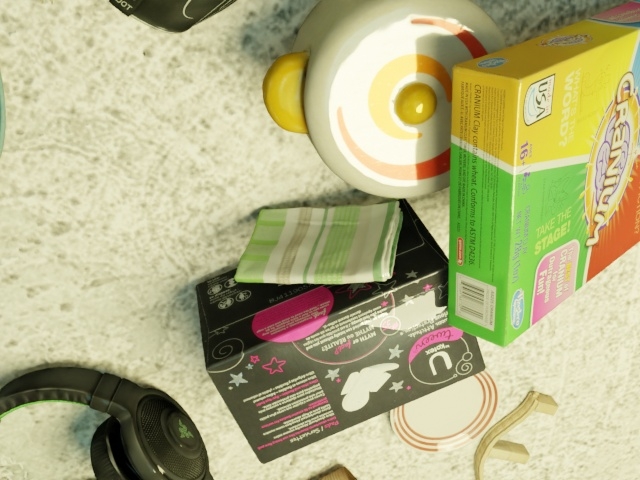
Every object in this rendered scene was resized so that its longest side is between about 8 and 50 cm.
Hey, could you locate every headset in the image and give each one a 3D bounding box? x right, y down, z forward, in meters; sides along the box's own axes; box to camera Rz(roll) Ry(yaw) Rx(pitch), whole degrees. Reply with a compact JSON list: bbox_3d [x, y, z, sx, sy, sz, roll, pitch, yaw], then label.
[{"bbox_3d":[-0.204,0.296,0.864,0.394,0.185,0.243,22,110,-8],"label":"headset"}]

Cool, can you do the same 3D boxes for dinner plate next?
[{"bbox_3d":[0.153,0.203,0.983,0.141,0.017,0.141,-4,116,-9],"label":"dinner plate"}]

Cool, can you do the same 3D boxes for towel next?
[{"bbox_3d":[0.000,0.000,0.778,0.152,0.113,0.023,-1,127,15],"label":"towel"}]

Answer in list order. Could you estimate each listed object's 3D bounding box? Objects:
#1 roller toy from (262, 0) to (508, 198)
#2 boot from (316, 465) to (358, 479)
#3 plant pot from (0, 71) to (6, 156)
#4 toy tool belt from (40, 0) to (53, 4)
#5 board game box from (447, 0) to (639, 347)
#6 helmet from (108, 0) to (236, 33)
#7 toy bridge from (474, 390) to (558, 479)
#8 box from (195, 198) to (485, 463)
[{"bbox_3d":[0.070,-0.143,0.731,0.209,0.146,0.191,36,103,-23],"label":"roller toy"},{"bbox_3d":[0.017,0.393,1.018,0.152,0.073,0.197,-35,104,5],"label":"boot"},{"bbox_3d":[-0.430,-0.120,0.594,0.255,0.272,0.272,-14,117,11],"label":"plant pot"},{"bbox_3d":[-0.237,-0.231,0.684,0.083,0.051,0.052,-3,115,-9],"label":"toy tool belt"},{"bbox_3d":[0.239,-0.077,0.745,0.316,0.064,0.242,-27,125,-37],"label":"board game box"},{"bbox_3d":[-0.105,-0.267,0.641,0.169,0.169,0.161,36,121,-23],"label":"helmet"},{"bbox_3d":[0.238,0.271,1.026,0.063,0.026,0.188,15,111,-16],"label":"toy bridge"},{"bbox_3d":[0.015,0.089,0.821,0.247,0.163,0.142,-22,119,-1],"label":"box"}]
